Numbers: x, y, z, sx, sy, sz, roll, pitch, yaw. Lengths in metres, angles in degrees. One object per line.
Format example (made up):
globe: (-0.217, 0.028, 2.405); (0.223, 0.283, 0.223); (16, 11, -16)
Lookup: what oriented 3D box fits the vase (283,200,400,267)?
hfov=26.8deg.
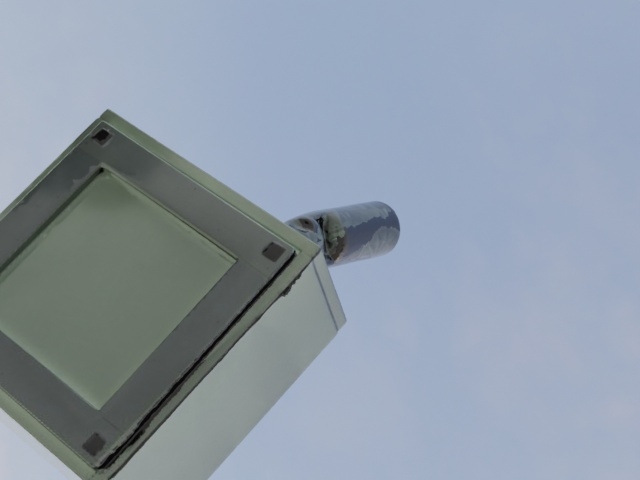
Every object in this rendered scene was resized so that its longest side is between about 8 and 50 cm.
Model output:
vase: (0.000, 0.000, 1.315); (0.060, 0.211, 0.060); (7, -78, 35)

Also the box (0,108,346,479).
box: (-0.143, 0.056, 0.985); (0.225, 0.117, 0.225); (33, -110, 28)
